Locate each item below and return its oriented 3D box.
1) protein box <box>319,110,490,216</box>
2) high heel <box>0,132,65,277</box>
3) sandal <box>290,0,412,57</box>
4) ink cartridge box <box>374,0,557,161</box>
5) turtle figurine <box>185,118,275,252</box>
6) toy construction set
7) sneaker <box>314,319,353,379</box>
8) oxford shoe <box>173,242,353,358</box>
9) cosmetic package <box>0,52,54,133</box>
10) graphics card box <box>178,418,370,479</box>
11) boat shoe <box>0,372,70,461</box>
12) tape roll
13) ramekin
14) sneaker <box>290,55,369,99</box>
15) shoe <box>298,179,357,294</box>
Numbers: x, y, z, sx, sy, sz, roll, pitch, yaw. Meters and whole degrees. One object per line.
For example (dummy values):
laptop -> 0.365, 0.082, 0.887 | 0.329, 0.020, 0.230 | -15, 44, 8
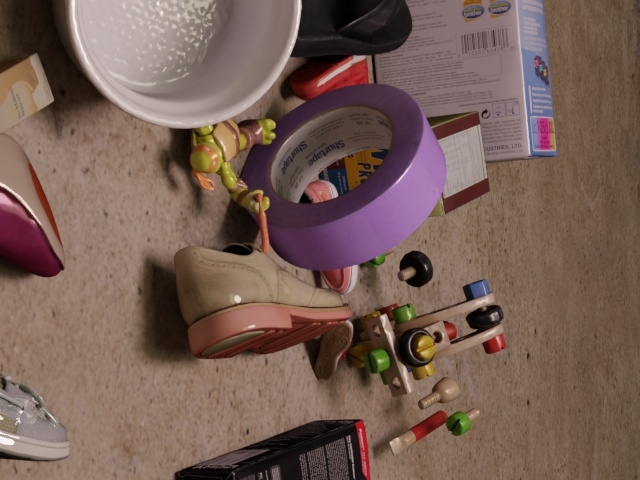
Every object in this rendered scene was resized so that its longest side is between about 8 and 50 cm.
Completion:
protein box -> 0.132, -0.114, 2.148 | 0.201, 0.199, 0.136 | -24, 107, -60
high heel -> -0.382, -0.043, 1.355 | 0.377, 0.181, 0.127 | 69, -3, -57
sandal -> 0.040, -0.360, 2.047 | 0.167, 0.107, 0.446 | 47, 30, 9
ink cartridge box -> 0.237, -0.322, 2.303 | 0.151, 0.270, 0.395 | -10, 95, -63
turtle figurine -> -0.123, -0.124, 1.798 | 0.269, 0.087, 0.217 | 60, 25, -15
toy construction set -> 0.129, 0.197, 2.129 | 0.237, 0.257, 0.309 | -25, 119, -43
sneaker -> 0.026, 0.147, 2.041 | 0.067, 0.042, 0.118 | -61, 175, -51
oxford shoe -> -0.067, 0.067, 1.829 | 0.146, 0.140, 0.397 | 68, 17, 11
cosmetic package -> -0.339, -0.153, 1.456 | 0.115, 0.041, 0.060 | -49, 128, -53
graphics card box -> -0.046, 0.387, 1.855 | 0.371, 0.094, 0.233 | -9, 94, -62
boat shoe -> -0.354, 0.144, 1.308 | 0.320, 0.118, 0.103 | 31, 63, -48
tape roll -> 0.031, -0.091, 1.881 | 0.090, 0.274, 0.275 | 57, 39, -39
ramekin -> -0.173, -0.274, 1.567 | 0.277, 0.135, 0.277 | -6, 105, -25
sneaker -> 0.032, -0.220, 2.106 | 0.221, 0.087, 0.128 | -40, 119, -55
shoe -> 0.000, 0.000, 2.039 | 0.081, 0.063, 0.178 | -17, 95, -60
